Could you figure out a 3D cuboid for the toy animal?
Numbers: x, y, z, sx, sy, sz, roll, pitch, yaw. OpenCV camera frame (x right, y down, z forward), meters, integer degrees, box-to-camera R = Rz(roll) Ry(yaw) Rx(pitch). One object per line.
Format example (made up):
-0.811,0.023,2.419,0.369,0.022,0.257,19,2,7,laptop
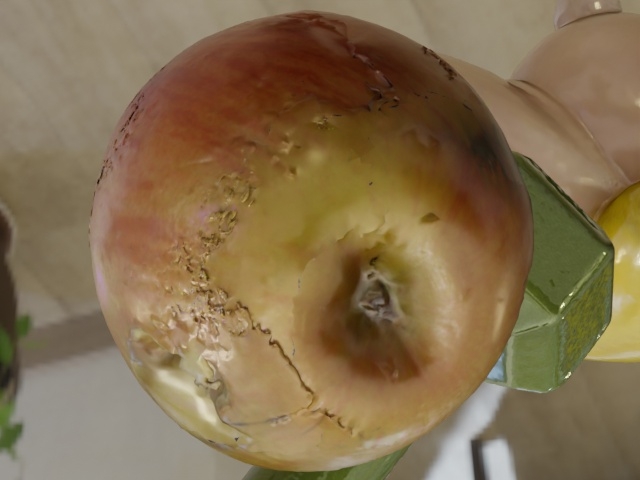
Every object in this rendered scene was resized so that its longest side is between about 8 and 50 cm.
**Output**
0.185,-0.060,1.292,0.345,0.246,0.277,23,160,10,toy animal

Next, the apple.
0.000,0.000,0.547,0.146,0.146,0.146,-1,141,-1,apple

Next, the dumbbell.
0.007,0.090,0.732,0.121,0.302,0.108,11,143,51,dumbbell
